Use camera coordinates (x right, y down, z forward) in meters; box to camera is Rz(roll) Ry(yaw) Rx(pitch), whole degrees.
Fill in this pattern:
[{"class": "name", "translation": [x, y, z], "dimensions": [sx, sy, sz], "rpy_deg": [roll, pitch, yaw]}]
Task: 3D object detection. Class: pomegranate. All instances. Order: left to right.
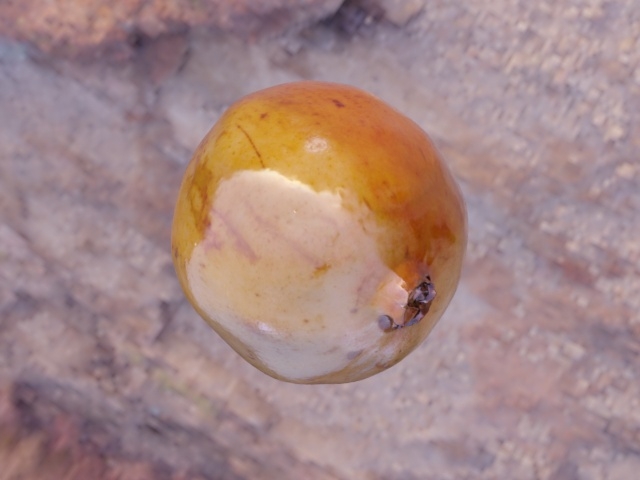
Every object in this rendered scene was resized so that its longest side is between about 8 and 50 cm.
[{"class": "pomegranate", "translation": [0.000, 0.000, 1.516], "dimensions": [0.264, 0.264, 0.264], "rpy_deg": [22, 146, 16]}]
